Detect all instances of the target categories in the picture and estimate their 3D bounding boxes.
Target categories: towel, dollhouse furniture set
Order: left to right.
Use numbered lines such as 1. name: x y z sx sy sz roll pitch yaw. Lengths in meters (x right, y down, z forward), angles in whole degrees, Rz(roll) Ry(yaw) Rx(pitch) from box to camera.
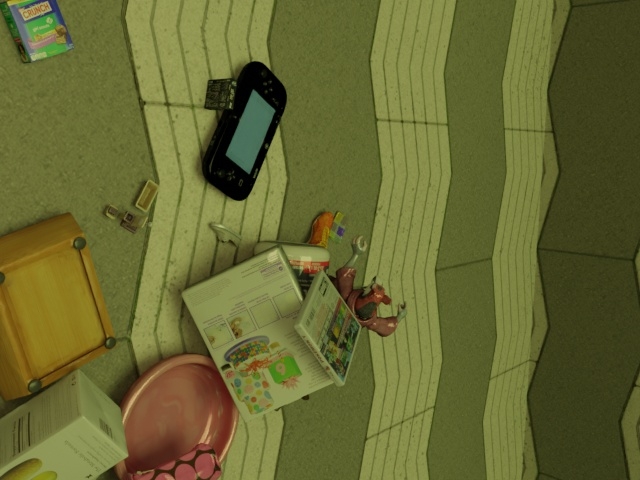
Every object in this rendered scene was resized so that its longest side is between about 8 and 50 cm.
1. dollhouse furniture set: -0.369 -0.079 1.392 0.091 0.081 0.114 39 67 -44
2. towel: 0.052 -0.037 1.921 0.060 0.009 0.083 40 67 -44

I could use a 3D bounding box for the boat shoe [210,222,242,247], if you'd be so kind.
1. boat shoe: -0.225 -0.011 1.601 0.100 0.035 0.035 37 66 -52

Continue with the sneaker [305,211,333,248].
1. sneaker: 0.000 0.000 1.828 0.064 0.067 0.175 43 63 -41

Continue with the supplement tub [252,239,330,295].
1. supplement tub: -0.081 0.142 1.667 0.191 0.191 0.272 2 95 -48

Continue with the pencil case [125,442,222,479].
1. pencil case: -0.310 0.499 1.427 0.209 0.095 0.098 -14 90 -48

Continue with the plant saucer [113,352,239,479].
1. plant saucer: -0.331 0.411 1.515 0.332 0.084 0.332 -9 102 -46

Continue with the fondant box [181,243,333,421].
1. fondant box: -0.130 0.206 1.527 0.238 0.096 0.330 -25 94 2

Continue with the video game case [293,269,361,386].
1. video game case: 0.020 0.192 1.509 0.183 0.023 0.201 56 29 -21

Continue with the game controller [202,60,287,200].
1. game controller: -0.173 -0.256 1.594 0.166 0.067 0.319 34 72 -45

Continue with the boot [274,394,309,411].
1. boot: -0.090 0.426 1.819 0.114 0.037 0.106 -48 115 -36

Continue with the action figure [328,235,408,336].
1. action figure: 0.061 0.171 1.728 0.276 0.370 0.248 -40 91 -20

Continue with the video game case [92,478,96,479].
1. video game case: -0.521 0.470 1.360 0.157 0.019 0.143 -51 130 -30

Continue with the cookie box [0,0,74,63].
1. cookie box: -0.509 -0.385 1.218 0.092 0.040 0.107 -36 121 -38

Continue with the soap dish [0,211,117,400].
1. soap dish: -0.509 0.123 1.244 0.229 0.118 0.290 -29 118 -42

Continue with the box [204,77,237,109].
1. box: -0.224 -0.326 1.512 0.018 0.083 0.067 8 90 -47

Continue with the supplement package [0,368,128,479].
1. supplement package: -0.493 0.374 1.213 0.244 0.134 0.139 -33 125 -3
